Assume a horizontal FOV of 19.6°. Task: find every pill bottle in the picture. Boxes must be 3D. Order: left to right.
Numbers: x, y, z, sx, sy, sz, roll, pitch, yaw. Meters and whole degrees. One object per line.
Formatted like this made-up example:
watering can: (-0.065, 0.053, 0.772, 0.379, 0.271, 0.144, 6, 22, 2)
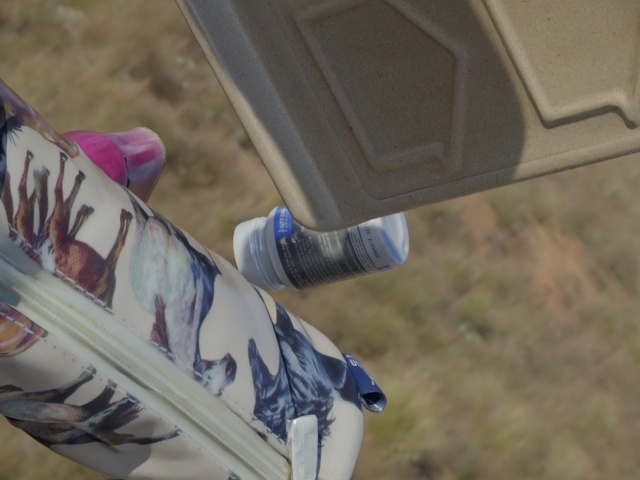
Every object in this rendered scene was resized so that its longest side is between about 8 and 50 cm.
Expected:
pill bottle: (0.000, 0.000, 1.593, 0.078, 0.137, 0.078, -15, 90, -71)

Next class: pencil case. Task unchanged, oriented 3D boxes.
pencil case: (-0.125, 0.042, 0.978, 0.183, 0.160, 0.410, 20, -14, 40)

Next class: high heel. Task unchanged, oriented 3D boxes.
high heel: (-0.182, 0.034, 1.214, 0.082, 0.244, 0.117, 40, 27, 17)

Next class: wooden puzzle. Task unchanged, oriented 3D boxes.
wooden puzzle: (0.074, -0.185, 1.050, 0.322, 0.348, 0.080, 62, 35, -18)
